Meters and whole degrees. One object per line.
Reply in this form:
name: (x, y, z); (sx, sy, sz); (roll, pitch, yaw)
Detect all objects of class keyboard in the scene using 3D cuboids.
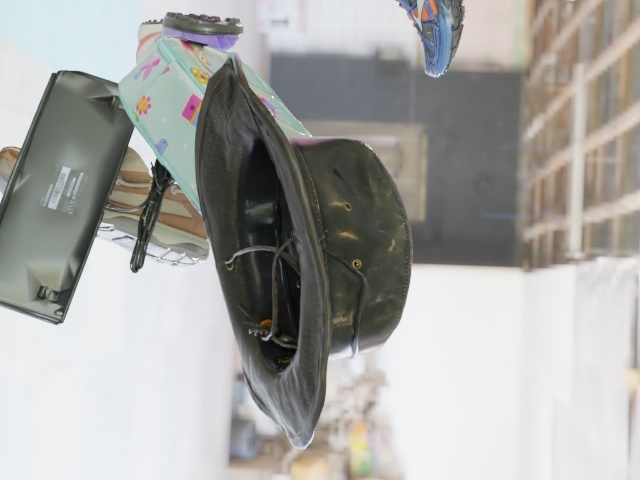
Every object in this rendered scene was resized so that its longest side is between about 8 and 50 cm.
keyboard: (-0.280, -0.047, 1.799); (0.033, 0.201, 0.317); (116, -8, -71)

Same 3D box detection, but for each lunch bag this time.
lunch bag: (-0.091, -0.115, 1.710); (0.279, 0.108, 0.224); (52, 23, 22)

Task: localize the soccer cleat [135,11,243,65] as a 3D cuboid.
soccer cleat: (-0.181, -0.246, 2.011); (0.318, 0.108, 0.116); (-169, -97, -69)

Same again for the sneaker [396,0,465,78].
sneaker: (0.139, -0.317, 1.942); (0.083, 0.087, 0.221); (-59, 148, -53)

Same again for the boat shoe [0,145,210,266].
boat shoe: (-0.278, -0.064, 1.928); (0.123, 0.324, 0.116); (-5, -112, 49)

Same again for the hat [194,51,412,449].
hat: (0.000, 0.000, 1.232); (0.331, 0.134, 0.331); (169, -90, -74)
